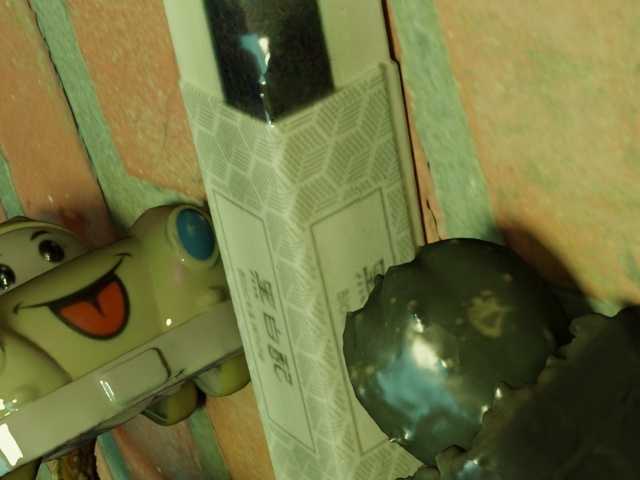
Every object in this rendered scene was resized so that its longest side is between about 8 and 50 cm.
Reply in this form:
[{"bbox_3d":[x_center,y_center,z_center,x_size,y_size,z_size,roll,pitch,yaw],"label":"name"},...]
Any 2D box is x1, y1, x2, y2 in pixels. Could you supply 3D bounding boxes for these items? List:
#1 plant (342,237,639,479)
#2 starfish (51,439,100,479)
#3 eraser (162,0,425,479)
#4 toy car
[{"bbox_3d":[0.113,0.116,0.951,0.256,0.142,0.164,50,154,10],"label":"plant"},{"bbox_3d":[-0.180,0.378,1.614,0.398,0.384,0.132,46,144,-9],"label":"starfish"},{"bbox_3d":[0.000,0.000,1.079,0.098,0.096,0.403,31,143,45],"label":"eraser"},{"bbox_3d":[-0.212,0.068,1.373,0.226,0.242,0.336,61,156,4],"label":"toy car"}]
